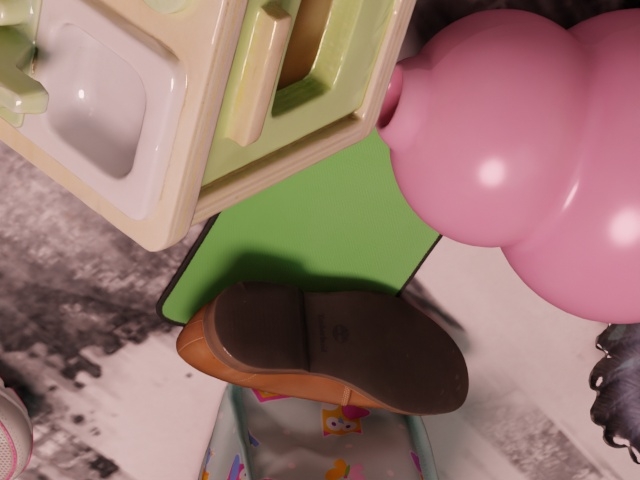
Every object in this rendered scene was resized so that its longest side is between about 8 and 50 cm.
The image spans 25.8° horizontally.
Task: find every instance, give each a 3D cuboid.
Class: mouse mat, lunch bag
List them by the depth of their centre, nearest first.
[{"bbox_3d":[0.000,0.000,0.882,0.153,0.007,0.189,17,122,-28],"label":"mouse mat"},{"bbox_3d":[0.002,0.248,0.923,0.160,0.262,0.223,2,128,-19],"label":"lunch bag"}]

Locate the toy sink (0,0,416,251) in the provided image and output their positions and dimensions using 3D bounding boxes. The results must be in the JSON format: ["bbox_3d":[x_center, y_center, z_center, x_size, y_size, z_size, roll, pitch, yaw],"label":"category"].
[{"bbox_3d":[-0.067,-0.100,0.617,0.234,0.131,0.152,-28,146,-46],"label":"toy sink"}]

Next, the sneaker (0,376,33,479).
[{"bbox_3d":[-0.291,0.119,0.823,0.252,0.111,0.103,15,124,-28],"label":"sneaker"}]

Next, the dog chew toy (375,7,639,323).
[{"bbox_3d":[0.190,-0.038,0.788,0.332,0.206,0.206,15,124,-17],"label":"dog chew toy"}]

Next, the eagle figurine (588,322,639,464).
[{"bbox_3d":[0.361,0.070,0.964,0.298,0.225,0.226,-24,95,44],"label":"eagle figurine"}]

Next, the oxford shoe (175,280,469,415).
[{"bbox_3d":[0.004,0.073,0.909,0.212,0.076,0.076,17,153,-31],"label":"oxford shoe"}]
